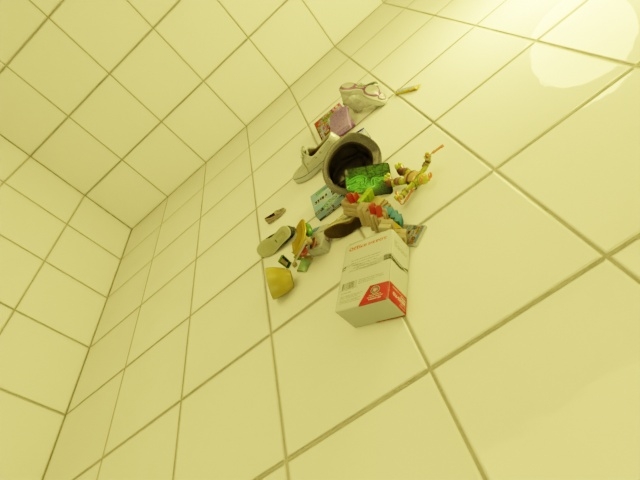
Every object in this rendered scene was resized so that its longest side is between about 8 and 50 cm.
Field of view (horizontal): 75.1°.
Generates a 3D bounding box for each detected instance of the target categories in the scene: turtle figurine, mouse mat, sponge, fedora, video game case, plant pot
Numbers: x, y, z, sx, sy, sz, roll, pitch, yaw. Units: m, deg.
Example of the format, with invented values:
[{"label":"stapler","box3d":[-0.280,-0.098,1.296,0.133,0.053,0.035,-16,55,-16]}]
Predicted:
[{"label":"turtle figurine","box3d":[0.351,-0.248,1.580,0.270,0.087,0.217,-57,28,-2]},{"label":"mouse mat","box3d":[0.197,-0.245,1.711,0.189,0.007,0.153,-8,65,9]},{"label":"sponge","box3d":[0.106,-0.642,2.248,0.117,0.031,0.210,-28,39,24]},{"label":"fedora","box3d":[0.138,-0.317,1.818,0.276,0.243,0.124,-61,-11,-3]},{"label":"video game case","box3d":[0.304,-0.019,1.452,0.122,0.011,0.087,6,58,52]},{"label":"plant pot","box3d":[-0.161,0.164,1.693,0.095,0.134,0.134,-15,36,-1]}]

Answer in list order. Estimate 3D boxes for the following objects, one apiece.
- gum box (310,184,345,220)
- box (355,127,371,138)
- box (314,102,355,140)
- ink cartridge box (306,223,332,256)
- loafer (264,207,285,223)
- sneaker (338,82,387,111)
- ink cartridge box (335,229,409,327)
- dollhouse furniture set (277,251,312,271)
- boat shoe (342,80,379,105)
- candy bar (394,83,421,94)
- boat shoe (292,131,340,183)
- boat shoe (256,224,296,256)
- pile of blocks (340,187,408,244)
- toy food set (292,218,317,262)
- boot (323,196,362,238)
[{"label":"gum box","box3d":[0.034,-0.193,1.927,0.156,0.041,0.185,-36,34,15]},{"label":"box","box3d":[0.177,-0.462,2.033,0.126,0.072,0.137,-25,37,29]},{"label":"box","box3d":[0.075,-0.667,2.392,0.200,0.057,0.293,-37,33,13]},{"label":"ink cartridge box","box3d":[0.000,0.000,1.741,0.088,0.052,0.123,-18,40,39]},{"label":"loafer","box3d":[-0.238,-0.134,2.175,0.125,0.039,0.045,-37,32,14]},{"label":"sneaker","box3d":[0.242,-0.773,2.284,0.305,0.152,0.114,27,58,34]},{"label":"ink cartridge box","box3d":[0.173,0.121,1.349,0.196,0.114,0.273,-22,40,35]},{"label":"dollhouse furniture set","box3d":[-0.108,0.087,1.763,0.151,0.058,0.076,-2,52,48]},{"label":"boat shoe","box3d":[0.227,-0.858,2.390,0.254,0.095,0.079,-17,77,48]},{"label":"candy bar","box3d":[0.444,-0.768,2.117,0.161,0.018,0.040,11,62,52]},{"label":"boat shoe","box3d":[-0.049,-0.443,2.171,0.367,0.156,0.136,-31,35,37]},{"label":"boat shoe","box3d":[-0.209,0.006,1.976,0.233,0.084,0.079,-36,-5,28]},{"label":"pile of blocks","box3d":[0.205,-0.115,1.511,0.148,0.113,0.362,-33,40,-12]},{"label":"toy food set","box3d":[-0.061,0.004,1.706,0.218,0.071,0.128,-100,34,-57]},{"label":"boot","box3d":[0.106,-0.106,1.713,0.213,0.077,0.165,-27,37,16]}]
